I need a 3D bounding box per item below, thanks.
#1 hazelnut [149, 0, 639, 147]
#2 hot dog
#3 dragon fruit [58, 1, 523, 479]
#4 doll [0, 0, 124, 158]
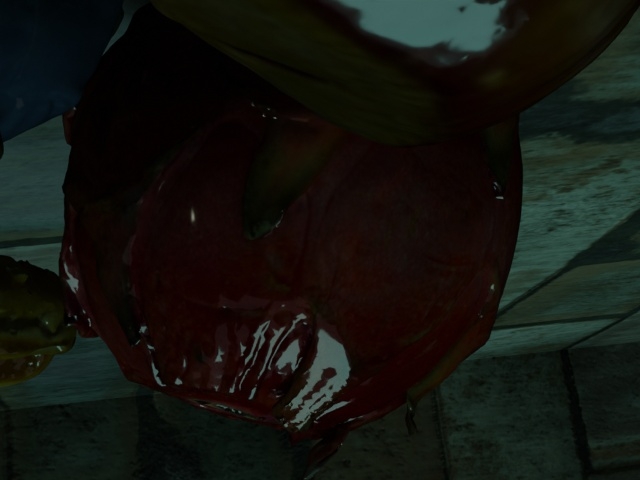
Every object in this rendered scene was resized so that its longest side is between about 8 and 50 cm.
[{"bbox_3d":[0.042,-0.134,0.460,0.181,0.181,0.212,18,171,16],"label":"hazelnut"},{"bbox_3d":[-0.255,0.044,0.707,0.269,0.072,0.115,5,160,-41],"label":"hot dog"},{"bbox_3d":[-0.013,-0.026,0.651,0.241,0.252,0.241,24,145,18],"label":"dragon fruit"},{"bbox_3d":[-0.203,-0.089,0.561,0.258,0.154,0.228,-9,172,37],"label":"doll"}]
